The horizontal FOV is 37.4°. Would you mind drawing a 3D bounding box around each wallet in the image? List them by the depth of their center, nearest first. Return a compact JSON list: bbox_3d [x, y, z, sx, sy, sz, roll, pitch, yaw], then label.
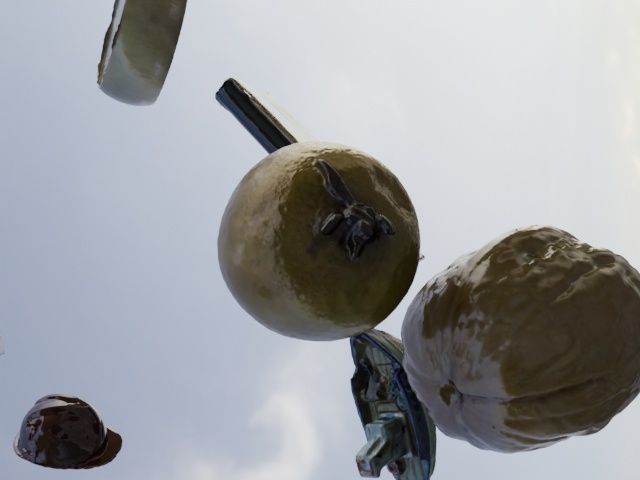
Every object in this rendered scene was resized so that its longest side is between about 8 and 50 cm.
[{"bbox_3d":[0.003,-0.096,1.540,0.406,0.062,0.228,47,-167,9],"label":"wallet"}]

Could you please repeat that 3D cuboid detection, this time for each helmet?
[{"bbox_3d":[-0.262,0.189,0.986,0.089,0.111,0.057,-85,2,-69],"label":"helmet"}]

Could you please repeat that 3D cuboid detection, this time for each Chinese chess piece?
[{"bbox_3d":[-0.281,-0.338,1.502,0.103,0.250,0.249,14,-116,-17],"label":"Chinese chess piece"}]

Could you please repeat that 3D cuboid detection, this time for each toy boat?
[{"bbox_3d":[0.090,0.247,1.342,0.115,0.114,0.262,-9,-94,-42],"label":"toy boat"}]

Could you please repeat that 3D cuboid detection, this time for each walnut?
[{"bbox_3d":[0.254,0.116,1.151,0.313,0.277,0.252,-26,-95,-41],"label":"walnut"}]

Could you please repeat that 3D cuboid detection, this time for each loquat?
[{"bbox_3d":[0.000,0.000,1.063,0.244,0.244,0.243,24,-118,-55],"label":"loquat"}]

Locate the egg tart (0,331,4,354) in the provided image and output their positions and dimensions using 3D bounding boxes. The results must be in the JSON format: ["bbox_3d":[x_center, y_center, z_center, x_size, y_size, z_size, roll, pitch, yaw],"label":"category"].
[{"bbox_3d":[-0.332,0.055,0.642,0.147,0.202,0.202,-47,-49,-8],"label":"egg tart"}]
